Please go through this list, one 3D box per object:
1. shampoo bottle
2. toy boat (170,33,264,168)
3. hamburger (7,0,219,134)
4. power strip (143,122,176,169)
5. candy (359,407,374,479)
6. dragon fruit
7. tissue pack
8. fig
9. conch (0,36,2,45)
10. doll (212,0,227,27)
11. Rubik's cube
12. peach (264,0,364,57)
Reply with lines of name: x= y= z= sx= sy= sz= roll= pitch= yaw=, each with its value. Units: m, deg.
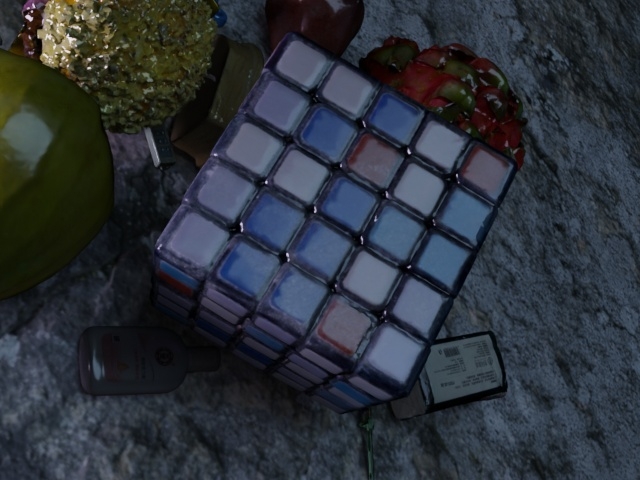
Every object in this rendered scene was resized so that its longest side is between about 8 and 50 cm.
shampoo bottle: x=-0.195 y=0.139 z=1.025 sx=0.165 sy=0.040 sz=0.080 roll=4 pitch=66 yaw=-33
toy boat: x=-0.134 y=-0.199 z=1.168 sx=0.061 sy=0.116 sz=0.188 roll=29 pitch=55 yaw=-30
hamburger: x=-0.220 y=-0.239 z=1.032 sx=0.243 sy=0.138 sz=0.262 roll=22 pitch=100 yaw=-48
power strip: x=-0.212 y=-0.133 z=1.152 sx=0.027 sy=0.017 sz=0.083 roll=-11 pitch=78 yaw=-40
candy: x=0.064 y=0.246 z=1.167 sx=0.055 sy=0.049 sz=0.185 roll=4 pitch=76 yaw=-27
dragon fruit: x=0.168 y=-0.176 z=1.303 sx=0.231 sy=0.237 sz=0.303 roll=12 pitch=43 yaw=-42
tissue pack: x=0.174 y=0.185 z=1.234 sx=0.170 sy=0.090 sz=0.103 roll=-5 pitch=72 yaw=-35
fig: x=-0.334 y=-0.052 z=0.887 sx=0.239 sy=0.239 sz=0.271 roll=34 pitch=63 yaw=-18
conch: x=-0.440 y=-0.278 z=1.004 sx=0.116 sy=0.106 sz=0.173 roll=25 pitch=41 yaw=-46
doll: x=-0.276 y=-0.359 z=1.125 sx=0.363 sy=0.145 sz=0.199 roll=22 pitch=39 yaw=-31
Rubik's cube: x=0.000 y=0.000 z=0.992 sx=0.293 sy=0.292 sz=0.287 roll=30 pitch=71 yaw=0
peach: x=0.000 y=-0.326 z=1.307 sx=0.152 sy=0.152 sz=0.152 roll=15 pitch=62 yaw=-30
